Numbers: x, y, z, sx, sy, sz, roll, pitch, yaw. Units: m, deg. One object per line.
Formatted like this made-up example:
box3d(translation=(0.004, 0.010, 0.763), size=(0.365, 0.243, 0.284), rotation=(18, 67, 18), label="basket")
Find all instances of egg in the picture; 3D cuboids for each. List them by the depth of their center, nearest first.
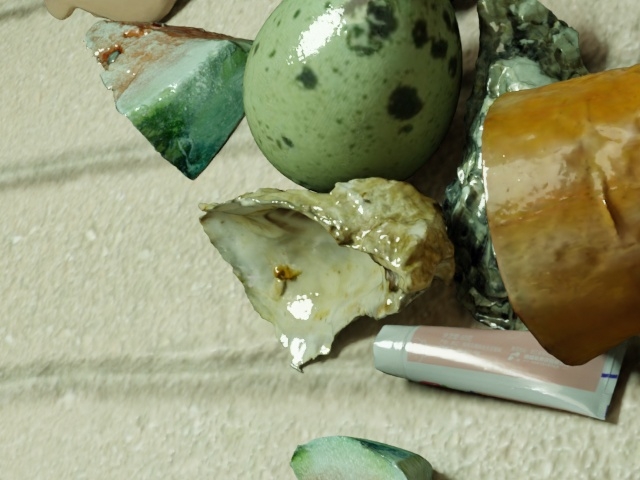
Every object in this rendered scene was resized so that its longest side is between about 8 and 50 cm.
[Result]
box3d(translation=(0.030, -0.137, 1.184), size=(0.228, 0.177, 0.177), rotation=(115, 156, -49), label="egg")

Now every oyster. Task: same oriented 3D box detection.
box3d(translation=(0.161, -0.060, 1.127), size=(0.199, 0.087, 0.252), rotation=(30, 97, 48), label="oyster")
box3d(translation=(0.013, 0.010, 1.161), size=(0.232, 0.161, 0.107), rotation=(-6, 37, 46), label="oyster")

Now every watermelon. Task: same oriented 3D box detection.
box3d(translation=(0.036, 0.186, 1.065), size=(0.180, 0.081, 0.094), rotation=(31, 101, 64), label="watermelon")
box3d(translation=(-0.163, -0.179, 1.487), size=(0.154, 0.094, 0.241), rotation=(-48, 39, -7), label="watermelon")

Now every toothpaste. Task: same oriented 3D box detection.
box3d(translation=(0.129, 0.089, 1.069), size=(0.194, 0.043, 0.067), rotation=(4, 60, 36), label="toothpaste")

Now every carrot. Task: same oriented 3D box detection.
box3d(translation=(0.253, -0.036, 0.934), size=(0.254, 0.196, 0.196), rotation=(-16, 53, 26), label="carrot")

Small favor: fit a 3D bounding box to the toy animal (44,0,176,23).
box3d(translation=(-0.198, -0.380, 1.585), size=(0.213, 0.195, 0.256), rotation=(116, 165, -53), label="toy animal")
